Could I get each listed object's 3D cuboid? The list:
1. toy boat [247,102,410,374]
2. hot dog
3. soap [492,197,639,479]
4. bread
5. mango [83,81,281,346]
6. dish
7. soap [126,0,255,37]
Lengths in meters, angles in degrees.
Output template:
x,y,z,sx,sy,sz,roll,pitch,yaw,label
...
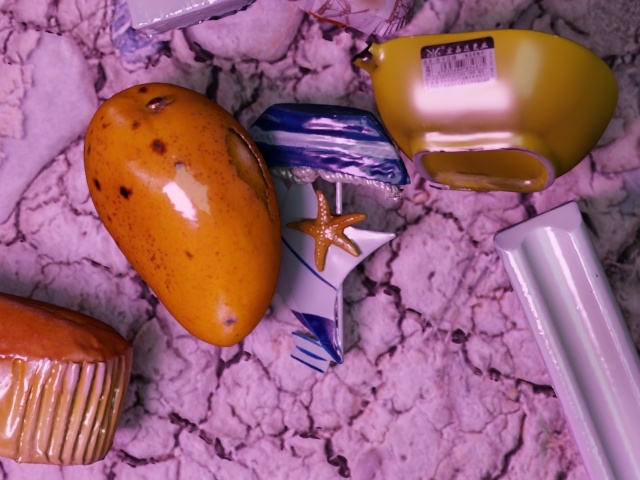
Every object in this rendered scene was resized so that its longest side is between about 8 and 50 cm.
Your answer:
x,y,z,sx,sy,sz,roll,pitch,yaw,label
0.000,0.000,1.806,0.221,0.067,0.291,9,111,31,toy boat
0.018,-0.278,1.792,0.192,0.053,0.099,19,80,-22,hot dog
0.271,0.108,1.739,0.095,0.173,0.289,-22,89,6,soap
-0.345,0.126,1.787,0.288,0.204,0.156,13,97,10,bread
-0.132,-0.030,1.761,0.191,0.160,0.290,-21,94,44,mango
0.165,-0.117,1.715,0.263,0.221,0.108,3,68,14,dish
-0.158,-0.363,1.809,0.150,0.094,0.261,-16,90,6,soap
